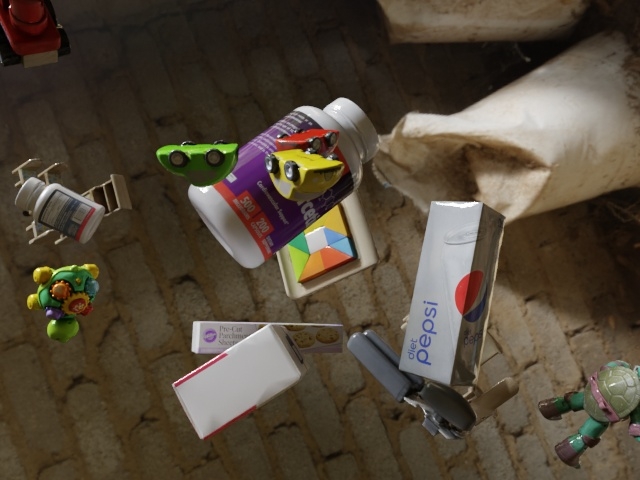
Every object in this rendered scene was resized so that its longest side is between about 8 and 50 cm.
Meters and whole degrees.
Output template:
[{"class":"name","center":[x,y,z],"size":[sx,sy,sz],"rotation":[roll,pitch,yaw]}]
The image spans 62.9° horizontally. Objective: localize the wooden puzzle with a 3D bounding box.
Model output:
[{"class":"wooden puzzle","center":[0.000,0.000,1.238],"size":[0.044,0.239,0.220],"rotation":[31,-141,-59]}]

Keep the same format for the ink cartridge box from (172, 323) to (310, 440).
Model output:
[{"class":"ink cartridge box","center":[-0.117,0.226,0.871],"size":[0.100,0.172,0.237],"rotation":[58,176,10]}]

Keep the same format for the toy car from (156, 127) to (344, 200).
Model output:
[{"class":"toy car","center":[-0.085,-0.094,0.648],"size":[0.239,0.225,0.053],"rotation":[-91,0,-69]}]

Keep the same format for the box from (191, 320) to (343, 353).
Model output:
[{"class":"box","center":[-0.106,0.208,1.115],"size":[0.063,0.324,0.067],"rotation":[164,110,-64]}]

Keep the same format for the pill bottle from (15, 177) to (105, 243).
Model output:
[{"class":"pill bottle","center":[-0.643,-0.078,1.294],"size":[0.180,0.107,0.108],"rotation":[29,172,-13]}]

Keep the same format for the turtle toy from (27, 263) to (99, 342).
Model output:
[{"class":"turtle toy","center":[-0.386,0.094,0.798],"size":[0.066,0.095,0.130],"rotation":[38,115,31]}]

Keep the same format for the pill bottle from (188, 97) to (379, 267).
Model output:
[{"class":"pill bottle","center":[-0.055,-0.110,0.919],"size":[0.181,0.323,0.181],"rotation":[47,166,15]}]

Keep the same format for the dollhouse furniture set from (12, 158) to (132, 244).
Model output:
[{"class":"dollhouse furniture set","center":[-0.683,-0.114,1.456],"size":[0.242,0.161,0.212],"rotation":[0,-110,-63]}]

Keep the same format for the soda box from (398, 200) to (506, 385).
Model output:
[{"class":"soda box","center":[0.215,0.083,0.846],"size":[0.098,0.091,0.286],"rotation":[7,82,44]}]

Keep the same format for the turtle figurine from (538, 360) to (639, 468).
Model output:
[{"class":"turtle figurine","center":[0.450,0.244,0.788],"size":[0.234,0.118,0.175],"rotation":[-46,16,35]}]

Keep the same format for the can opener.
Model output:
[{"class":"can opener","center":[0.172,0.255,0.985],"size":[0.283,0.076,0.095],"rotation":[42,118,34]}]

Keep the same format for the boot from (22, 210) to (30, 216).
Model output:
[{"class":"boot","center":[-0.931,-0.104,1.747],"size":[0.114,0.107,0.037],"rotation":[-154,64,-67]}]

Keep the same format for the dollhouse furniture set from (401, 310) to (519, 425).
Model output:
[{"class":"dollhouse furniture set","center":[0.392,0.278,1.428],"size":[0.303,0.174,0.355],"rotation":[50,-166,7]}]

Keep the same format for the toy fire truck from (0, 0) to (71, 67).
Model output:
[{"class":"toy fire truck","center":[-0.525,-0.432,0.851],"size":[0.216,0.159,0.246],"rotation":[64,150,5]}]
